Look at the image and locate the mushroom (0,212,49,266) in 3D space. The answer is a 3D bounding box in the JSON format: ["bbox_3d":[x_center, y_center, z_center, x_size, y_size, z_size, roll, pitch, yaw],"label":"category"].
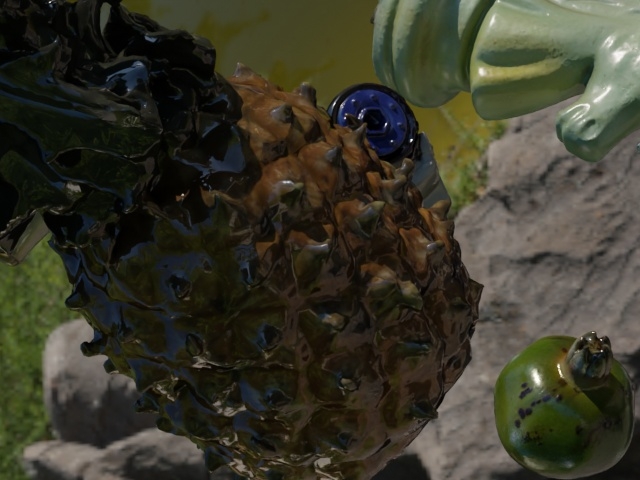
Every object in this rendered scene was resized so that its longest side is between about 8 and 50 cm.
[{"bbox_3d":[-0.303,-0.098,1.330,0.351,0.097,0.109,-40,71,21],"label":"mushroom"}]

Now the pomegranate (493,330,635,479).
[{"bbox_3d":[0.297,0.185,1.306,0.209,0.180,0.180,95,154,-45],"label":"pomegranate"}]

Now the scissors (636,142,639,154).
[{"bbox_3d":[0.582,-0.054,1.694,0.256,0.030,0.125,54,178,7],"label":"scissors"}]

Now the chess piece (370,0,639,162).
[{"bbox_3d":[0.211,-0.174,1.014,0.298,0.176,0.175,22,111,28],"label":"chess piece"}]

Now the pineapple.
[{"bbox_3d":[-0.098,-0.038,0.392,0.165,0.364,0.165,-32,38,29],"label":"pineapple"}]

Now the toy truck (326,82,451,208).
[{"bbox_3d":[0.000,0.000,0.830,0.161,0.213,0.177,113,135,-65],"label":"toy truck"}]
